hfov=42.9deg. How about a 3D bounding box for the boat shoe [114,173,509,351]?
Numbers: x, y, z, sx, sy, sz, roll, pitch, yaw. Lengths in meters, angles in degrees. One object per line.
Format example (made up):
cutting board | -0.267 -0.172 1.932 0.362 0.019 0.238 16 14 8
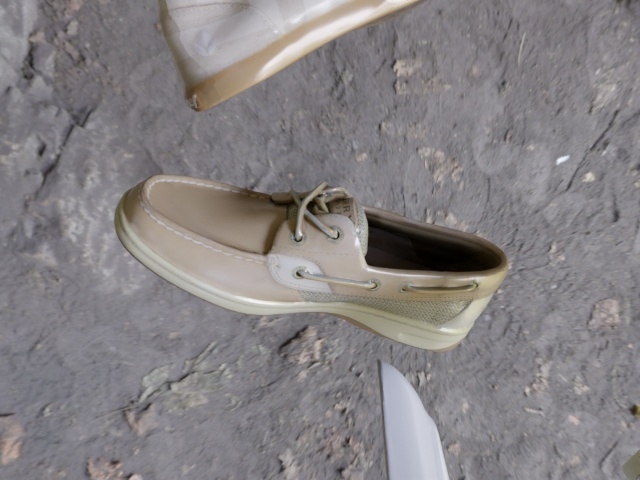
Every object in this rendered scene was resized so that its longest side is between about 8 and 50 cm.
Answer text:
boat shoe | 0.000 0.000 0.622 0.302 0.109 0.098 18 129 -17

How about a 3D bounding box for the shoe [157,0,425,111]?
shoe | 0.017 -0.138 0.419 0.219 0.076 0.058 -31 100 -22

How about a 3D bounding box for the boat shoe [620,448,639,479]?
boat shoe | 0.336 0.110 0.480 0.320 0.116 0.099 -14 58 -13

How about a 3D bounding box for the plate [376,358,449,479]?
plate | 0.102 0.286 0.701 0.045 0.278 0.277 -11 41 7
